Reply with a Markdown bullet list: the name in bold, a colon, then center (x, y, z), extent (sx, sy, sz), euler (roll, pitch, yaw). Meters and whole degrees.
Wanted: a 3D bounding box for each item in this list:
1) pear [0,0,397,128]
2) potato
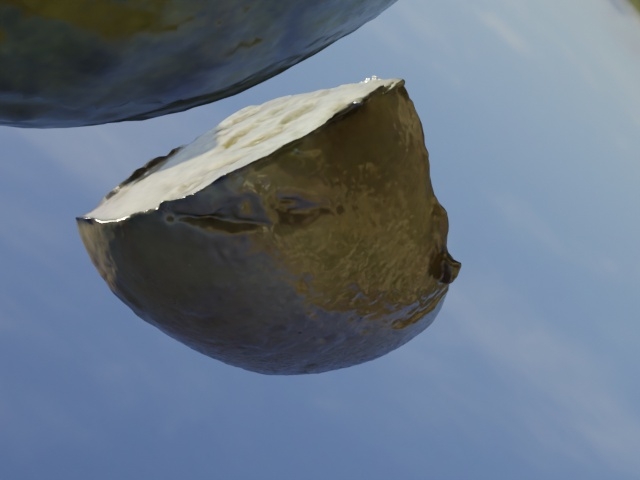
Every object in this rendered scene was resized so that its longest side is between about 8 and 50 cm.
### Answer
- **pear**: center (-0.057, -0.228, 0.525), extent (0.352, 0.352, 0.413), euler (47, -130, -3)
- **potato**: center (-0.012, 0.031, 1.070), extent (0.189, 0.211, 0.264), euler (-48, -59, -33)
